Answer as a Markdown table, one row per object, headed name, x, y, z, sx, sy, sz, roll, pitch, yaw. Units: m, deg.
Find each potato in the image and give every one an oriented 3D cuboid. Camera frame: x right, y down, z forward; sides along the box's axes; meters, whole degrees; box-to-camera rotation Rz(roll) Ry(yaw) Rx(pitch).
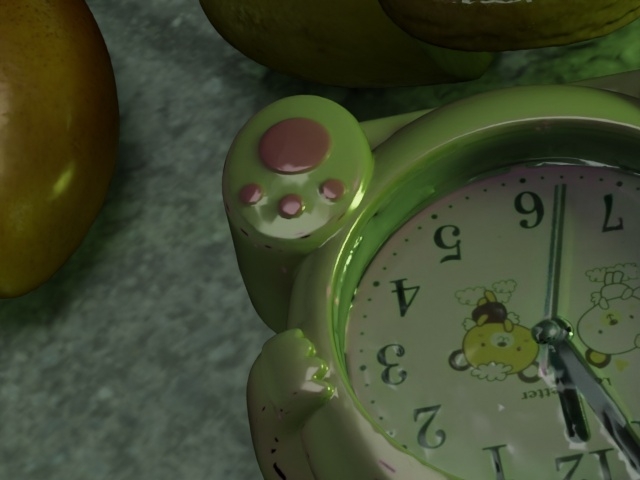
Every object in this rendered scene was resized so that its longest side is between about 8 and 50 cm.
| name | x | y | z | sx | sy | sz | roll | pitch | yaw |
| --- | --- | --- | --- | --- | --- | --- | --- | --- | --- |
| potato | 0.004 | -0.170 | 1.097 | 0.158 | 0.178 | 0.203 | -13 | 70 | 32 |

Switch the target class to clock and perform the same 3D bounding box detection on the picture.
| name | x | y | z | sx | sy | sz | roll | pitch | yaw |
| --- | --- | --- | --- | --- | --- | --- | --- | --- | --- |
| clock | 0.107 | 0.056 | 0.848 | 0.284 | 0.114 | 0.309 | -10 | 54 | 1 |

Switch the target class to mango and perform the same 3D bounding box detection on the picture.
| name | x | y | z | sx | sy | sz | roll | pitch | yaw |
| --- | --- | --- | --- | --- | --- | --- | --- | --- | --- |
| mango | -0.195 | -0.074 | 1.106 | 0.154 | 0.126 | 0.252 | -6 | 54 | -9 |

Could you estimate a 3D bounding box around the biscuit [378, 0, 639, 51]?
| name | x | y | z | sx | sy | sz | roll | pitch | yaw |
| --- | --- | --- | --- | --- | --- | --- | --- | --- | --- |
| biscuit | 0.199 | -0.195 | 1.036 | 0.432 | 0.064 | 0.283 | -34 | 43 | -31 |
